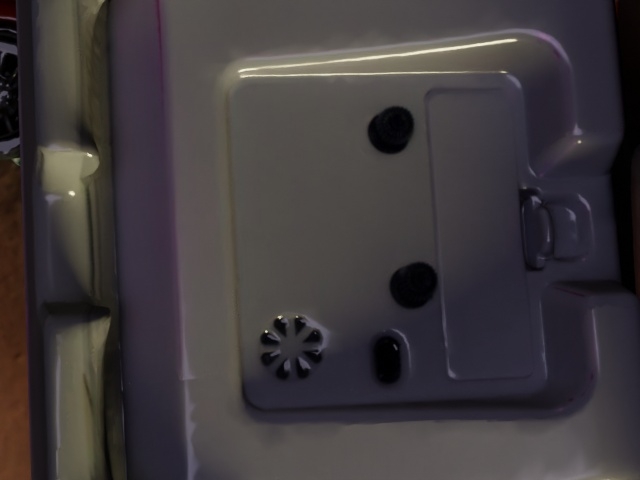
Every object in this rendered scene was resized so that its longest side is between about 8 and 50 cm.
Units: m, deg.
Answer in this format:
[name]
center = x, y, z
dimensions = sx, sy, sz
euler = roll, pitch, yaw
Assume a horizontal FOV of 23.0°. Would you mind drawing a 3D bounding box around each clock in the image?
[clock]
center = 0.000, 0.000, 0.496
dimensions = 0.186, 0.083, 0.253
euler = -3, 80, -10

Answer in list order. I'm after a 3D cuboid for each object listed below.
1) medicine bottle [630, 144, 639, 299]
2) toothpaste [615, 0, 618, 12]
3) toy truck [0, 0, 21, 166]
[medicine bottle]
center = 0.270, 0.054, 0.491
dimensions = 0.325, 0.212, 0.212
euler = -4, 94, 9
[toothpaste]
center = 0.098, -0.155, 0.592
dimensions = 0.048, 0.031, 0.190
euler = 6, 99, 5
[toy truck]
center = -0.041, 0.005, 0.587
dimensions = 0.114, 0.107, 0.253
euler = -31, 88, 1
